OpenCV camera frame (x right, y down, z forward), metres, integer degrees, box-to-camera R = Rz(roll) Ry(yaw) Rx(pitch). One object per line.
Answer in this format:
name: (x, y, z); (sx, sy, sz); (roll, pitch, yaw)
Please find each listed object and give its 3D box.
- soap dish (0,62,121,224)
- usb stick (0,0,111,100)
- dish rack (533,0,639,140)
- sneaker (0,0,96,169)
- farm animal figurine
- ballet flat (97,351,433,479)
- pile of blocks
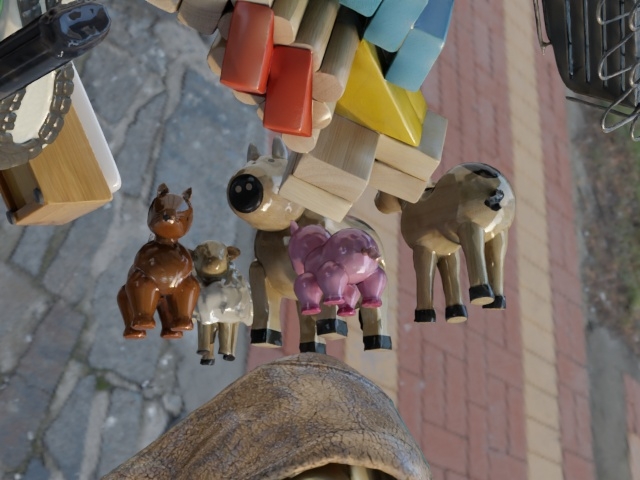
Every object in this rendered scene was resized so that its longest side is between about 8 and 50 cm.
soap dish: (-0.411, -0.163, 1.468); (0.118, 0.229, 0.291); (-26, 96, -31)
usb stick: (-0.286, -0.148, 0.927); (0.077, 0.278, 0.045); (-35, 104, -45)
dish rack: (0.219, -0.131, 0.590); (0.074, 0.271, 0.208); (-32, 128, -29)
sneaker: (-0.353, -0.284, 1.141); (0.182, 0.410, 0.158); (34, 26, 16)
farm animal figurine: (0.000, 0.000, 0.904); (0.327, 0.330, 0.172); (59, 28, -73)
ballet flat: (-0.089, 0.153, 0.351); (0.316, 0.106, 0.108); (-38, 125, -14)
pile of blocks: (-0.017, -0.136, 0.522); (0.362, 0.149, 0.113); (52, 38, -34)
